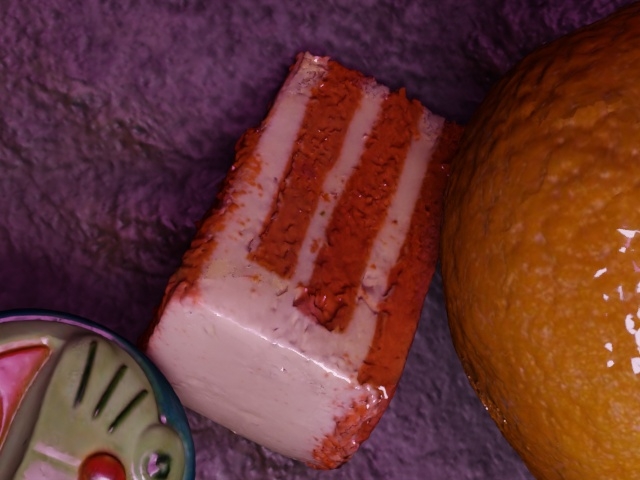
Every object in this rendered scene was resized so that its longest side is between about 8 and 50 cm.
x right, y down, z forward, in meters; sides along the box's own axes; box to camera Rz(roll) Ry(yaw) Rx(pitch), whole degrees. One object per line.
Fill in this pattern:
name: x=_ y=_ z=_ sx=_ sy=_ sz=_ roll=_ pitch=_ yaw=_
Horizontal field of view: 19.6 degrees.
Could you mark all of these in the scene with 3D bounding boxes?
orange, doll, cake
orange: x=0.240 y=0.026 z=1.145 sx=0.322 sy=0.322 sz=0.357 roll=-23 pitch=100 yaw=-12
doll: x=-0.211 y=0.122 z=1.111 sx=0.322 sy=0.186 sz=0.198 roll=28 pitch=72 yaw=-4
cake: x=0.000 y=0.000 z=1.173 sx=0.158 sy=0.159 sz=0.262 roll=26 pitch=81 yaw=-6
